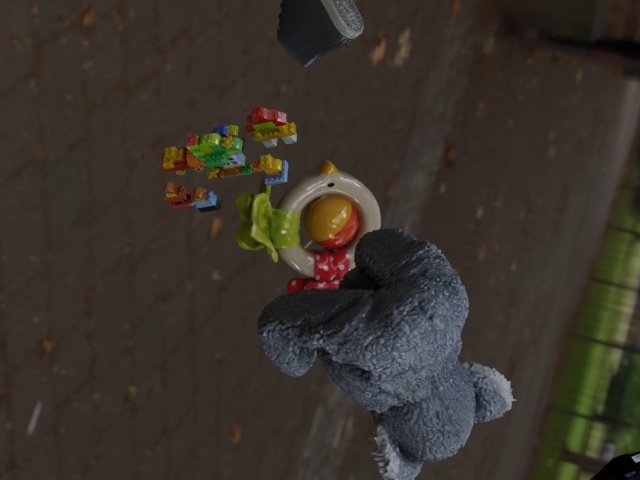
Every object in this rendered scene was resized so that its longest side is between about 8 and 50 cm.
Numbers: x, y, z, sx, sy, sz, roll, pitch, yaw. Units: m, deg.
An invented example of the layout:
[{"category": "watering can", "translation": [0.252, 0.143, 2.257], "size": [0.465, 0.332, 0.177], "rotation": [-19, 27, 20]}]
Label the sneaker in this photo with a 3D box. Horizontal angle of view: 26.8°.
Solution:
[{"category": "sneaker", "translation": [-0.038, -0.370, 1.981], "size": [0.083, 0.118, 0.222], "rotation": [-15, 77, -56]}]

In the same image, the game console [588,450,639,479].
[{"category": "game console", "translation": [0.370, 0.201, 0.937], "size": [0.361, 0.213, 0.044], "rotation": [-14, 137, -26]}]

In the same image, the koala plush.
[{"category": "koala plush", "translation": [0.085, 0.132, 1.328], "size": [0.196, 0.203, 0.221], "rotation": [-34, 113, -21]}]

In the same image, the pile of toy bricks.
[{"category": "pile of toy bricks", "translation": [-0.146, -0.119, 1.862], "size": [0.105, 0.212, 0.118], "rotation": [47, 40, -53]}]

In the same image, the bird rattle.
[{"category": "bird rattle", "translation": [0.000, 0.000, 1.980], "size": [0.207, 0.253, 0.143], "rotation": [-44, -162, 6]}]
